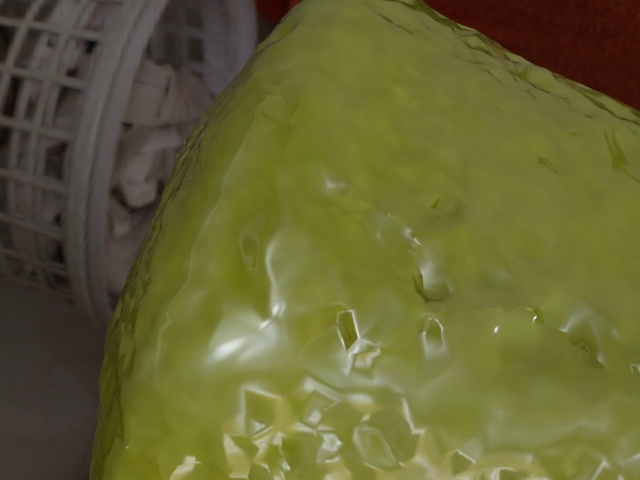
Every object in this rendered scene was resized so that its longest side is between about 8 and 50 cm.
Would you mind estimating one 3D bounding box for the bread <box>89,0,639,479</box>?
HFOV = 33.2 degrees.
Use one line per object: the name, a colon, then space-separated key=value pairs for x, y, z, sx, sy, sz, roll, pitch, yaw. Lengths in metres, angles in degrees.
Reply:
bread: x=0.069 y=0.065 z=0.523 sx=0.348 sy=0.308 sz=0.348 roll=15 pitch=90 yaw=-87
